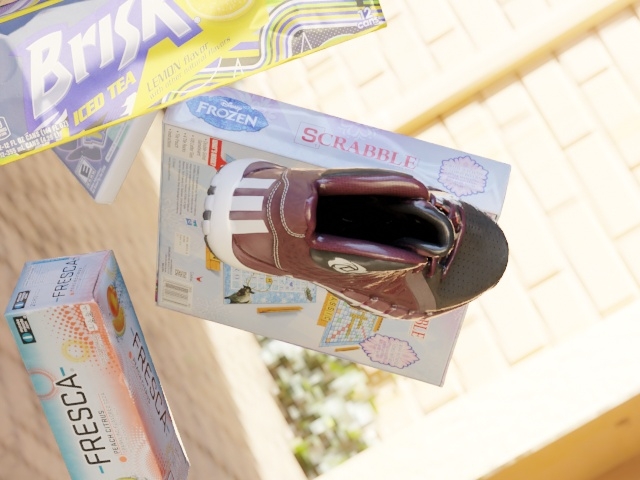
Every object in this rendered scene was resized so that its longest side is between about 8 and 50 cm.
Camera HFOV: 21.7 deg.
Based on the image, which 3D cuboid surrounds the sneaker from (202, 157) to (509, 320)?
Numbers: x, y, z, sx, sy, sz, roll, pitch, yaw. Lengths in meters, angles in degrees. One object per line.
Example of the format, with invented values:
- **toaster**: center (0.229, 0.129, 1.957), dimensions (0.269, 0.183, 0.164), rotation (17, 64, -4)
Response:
- **sneaker**: center (0.067, 0.004, 1.201), dimensions (0.281, 0.162, 0.106), rotation (8, 86, -38)

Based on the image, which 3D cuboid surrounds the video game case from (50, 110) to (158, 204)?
- **video game case**: center (-0.202, -0.165, 1.516), dimensions (0.023, 0.201, 0.183), rotation (3, 34, -46)

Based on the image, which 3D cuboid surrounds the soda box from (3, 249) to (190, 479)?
- **soda box**: center (-0.139, 0.098, 1.061), dimensions (0.058, 0.063, 0.183), rotation (-81, 160, -56)

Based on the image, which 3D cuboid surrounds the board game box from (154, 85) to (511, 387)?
- **board game box**: center (0.000, 0.000, 1.627), dimensions (0.318, 0.318, 0.066), rotation (101, 6, -55)

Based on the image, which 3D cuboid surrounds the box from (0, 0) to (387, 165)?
- **box**: center (-0.063, -0.089, 0.683), dimensions (0.054, 0.169, 0.059), rotation (-109, 179, -74)
